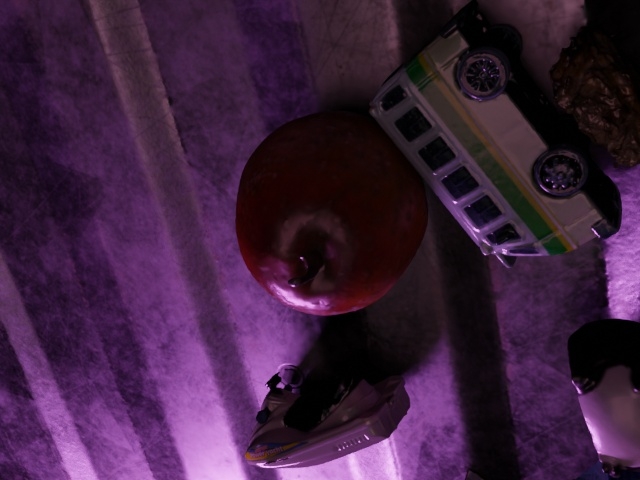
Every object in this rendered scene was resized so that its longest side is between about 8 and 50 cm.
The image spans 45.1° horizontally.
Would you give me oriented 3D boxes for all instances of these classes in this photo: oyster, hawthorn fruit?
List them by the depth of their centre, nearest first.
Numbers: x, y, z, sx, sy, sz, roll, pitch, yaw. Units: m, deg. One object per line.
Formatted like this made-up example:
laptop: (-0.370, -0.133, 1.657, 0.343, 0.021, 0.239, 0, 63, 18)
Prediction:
oyster: (0.307, -0.139, 0.792, 0.177, 0.105, 0.056, 56, 151, -13)
hawthorn fruit: (0.001, -0.018, 0.914, 0.231, 0.263, 0.235, 21, 153, 35)

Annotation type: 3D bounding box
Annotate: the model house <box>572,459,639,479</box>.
model house: (0.421, 0.321, 0.996, 0.148, 0.119, 0.148, 28, 116, 6)

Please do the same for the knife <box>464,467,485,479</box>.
knife: (0.280, 0.434, 1.164, 0.060, 0.028, 0.230, -31, 99, 20)

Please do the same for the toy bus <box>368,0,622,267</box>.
toy bus: (0.190, -0.103, 0.841, 0.165, 0.133, 0.276, -35, 99, 32)

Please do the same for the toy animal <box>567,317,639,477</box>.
toy animal: (0.412, 0.158, 0.871, 0.235, 0.165, 0.187, -17, 99, 30)

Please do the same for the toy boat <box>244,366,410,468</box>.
toy boat: (-0.009, 0.254, 1.117, 0.269, 0.141, 0.141, -13, 111, 30)
